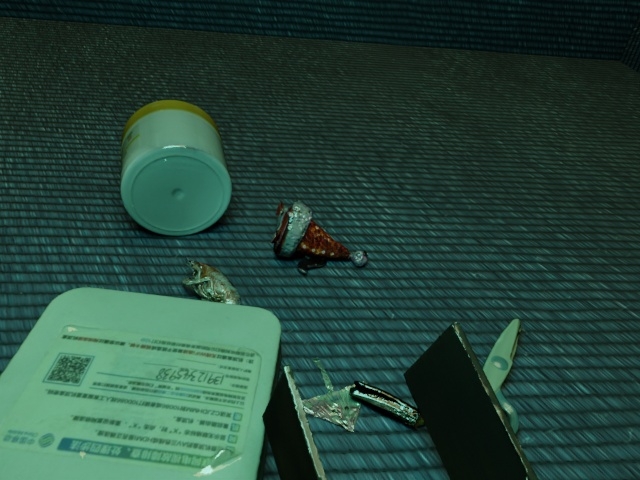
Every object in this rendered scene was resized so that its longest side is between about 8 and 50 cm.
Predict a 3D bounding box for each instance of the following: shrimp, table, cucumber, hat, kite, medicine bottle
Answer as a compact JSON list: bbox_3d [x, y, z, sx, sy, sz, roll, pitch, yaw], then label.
[{"bbox_3d":[-0.218,0.088,1.036,0.073,0.075,0.190,-38,58,-19],"label":"shrimp"},{"bbox_3d":[0.091,0.287,0.644,0.250,0.196,0.282,-11,59,-20],"label":"table"},{"bbox_3d":[0.112,0.268,0.872,0.134,0.033,0.034,24,1,19],"label":"cucumber"},{"bbox_3d":[-0.001,0.001,1.176,0.227,0.129,0.140,23,13,-7],"label":"hat"},{"bbox_3d":[0.020,0.257,0.894,0.138,0.011,0.157,-7,39,-22],"label":"kite"},{"bbox_3d":[-0.333,-0.166,1.213,0.237,0.238,0.232,-4,39,-15],"label":"medicine bottle"}]

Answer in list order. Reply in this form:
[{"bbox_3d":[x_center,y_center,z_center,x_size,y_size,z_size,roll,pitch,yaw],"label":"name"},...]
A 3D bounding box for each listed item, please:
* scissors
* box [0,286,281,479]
[{"bbox_3d":[0.310,0.234,0.942,0.137,0.041,0.289,25,44,21],"label":"scissors"},{"bbox_3d":[-0.268,0.247,0.778,0.395,0.111,0.397,7,37,1],"label":"box"}]
